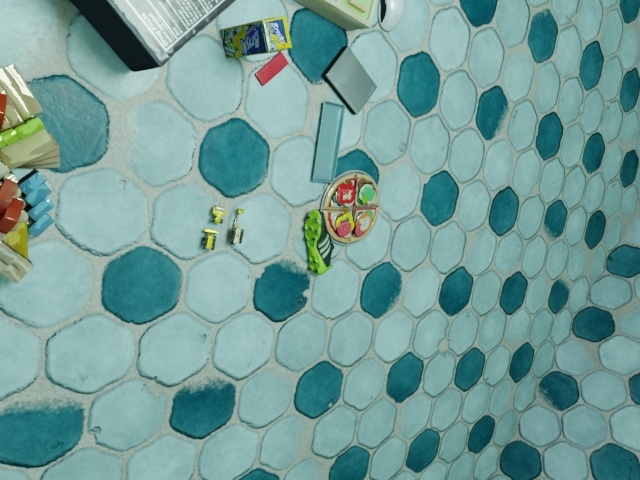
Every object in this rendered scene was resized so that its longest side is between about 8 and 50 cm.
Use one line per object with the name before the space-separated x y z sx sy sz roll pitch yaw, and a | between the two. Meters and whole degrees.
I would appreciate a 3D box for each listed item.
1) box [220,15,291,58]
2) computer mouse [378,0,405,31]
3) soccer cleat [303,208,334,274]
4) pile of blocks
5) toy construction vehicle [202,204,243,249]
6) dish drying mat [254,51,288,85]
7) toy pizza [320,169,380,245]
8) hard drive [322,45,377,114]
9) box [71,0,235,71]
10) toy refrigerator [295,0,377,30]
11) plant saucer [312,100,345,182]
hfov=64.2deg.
box | -0.127 -0.391 0.988 0.054 0.169 0.059 -25 117 -30
computer mouse | 0.182 -0.613 1.240 0.106 0.042 0.192 -12 110 -35
soccer cleat | 0.000 0.000 1.277 0.072 0.060 0.178 -25 124 -40
pile of blocks | -0.494 -0.100 0.831 0.149 0.113 0.361 -10 109 -35
toy construction vehicle | -0.214 -0.027 1.121 0.086 0.035 0.098 7 96 -27
dish drying mat | -0.106 -0.375 1.113 0.083 0.008 0.032 -46 125 -16
toy pizza | 0.086 -0.082 1.328 0.201 0.032 0.201 -11 110 -35
hard drive | 0.073 -0.386 1.236 0.135 0.022 0.094 43 76 -37
box | -0.284 -0.489 0.831 0.294 0.183 0.296 -49 125 -17
toy refrigerator | 0.002 -0.555 1.087 0.270 0.094 0.102 12 95 -39
plant saucer | 0.017 -0.238 1.241 0.067 0.018 0.191 1 103 -37
